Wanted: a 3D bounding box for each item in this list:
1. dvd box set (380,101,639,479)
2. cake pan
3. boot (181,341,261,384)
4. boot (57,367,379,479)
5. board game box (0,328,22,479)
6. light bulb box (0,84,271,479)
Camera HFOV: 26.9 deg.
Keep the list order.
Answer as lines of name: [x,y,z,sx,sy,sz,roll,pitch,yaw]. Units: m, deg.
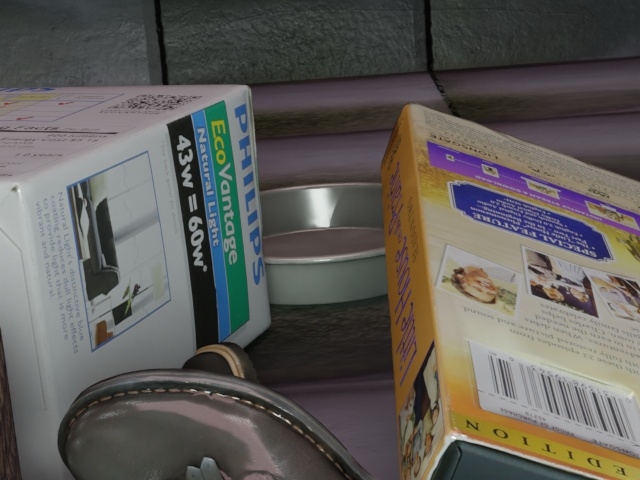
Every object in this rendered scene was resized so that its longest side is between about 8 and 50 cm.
dvd box set: [0.189,0.062,0.772,0.307,0.062,0.420,18,24,-8]
cake pan: [0.000,0.000,1.360,0.293,0.054,0.293,-4,16,1]
boot: [-0.101,0.133,0.902,0.137,0.077,0.198,-15,18,-18]
boot: [-0.034,0.165,0.546,0.263,0.091,0.229,23,27,11]
board game box: [-0.257,0.172,0.507,0.291,0.232,0.141,-6,16,-9]
light bulb box: [-0.272,0.015,1.067,0.357,0.225,0.361,2,16,22]
